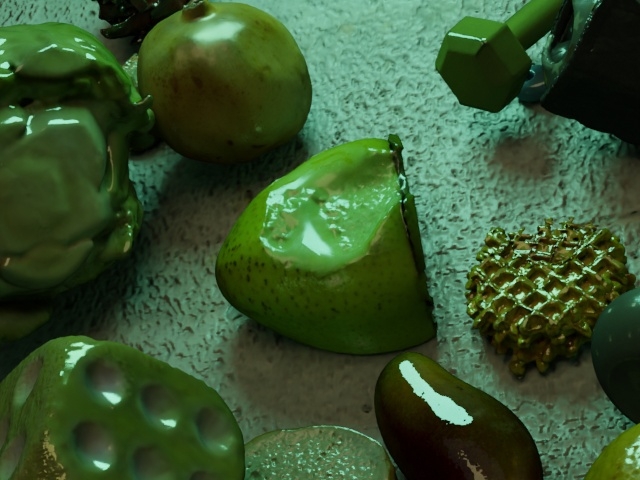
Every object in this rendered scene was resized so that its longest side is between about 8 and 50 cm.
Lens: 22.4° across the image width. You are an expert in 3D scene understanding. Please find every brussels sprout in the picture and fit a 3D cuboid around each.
[{"bbox_3d":[-0.421,-0.078,2.043,0.425,0.342,0.361,-40,20,-22],"label":"brussels sprout"}]

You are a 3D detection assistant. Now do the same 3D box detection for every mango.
[{"bbox_3d":[0.148,0.216,1.695,0.133,0.111,0.267,-34,46,-5],"label":"mango"}]

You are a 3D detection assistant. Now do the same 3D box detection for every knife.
[{"bbox_3d":[0.366,-0.201,2.060,0.244,0.032,0.058,0,44,16],"label":"knife"}]

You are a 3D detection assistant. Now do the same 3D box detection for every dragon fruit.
[{"bbox_3d":[-0.251,-0.379,2.359,0.189,0.182,0.182,-5,28,-44],"label":"dragon fruit"}]

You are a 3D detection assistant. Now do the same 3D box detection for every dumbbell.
[{"bbox_3d":[0.273,-0.280,2.071,0.108,0.121,0.302,40,57,15],"label":"dumbbell"}]

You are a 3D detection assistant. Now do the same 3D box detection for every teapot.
[{"bbox_3d":[0.404,0.083,1.690,0.183,0.183,0.251,18,47,33],"label":"teapot"}]

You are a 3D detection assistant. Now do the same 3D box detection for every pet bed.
[{"bbox_3d":[0.376,-0.208,1.911,0.211,0.183,0.159,20,39,-8],"label":"pet bed"}]

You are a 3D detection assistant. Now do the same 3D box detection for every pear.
[{"bbox_3d":[0.000,0.000,1.923,0.292,0.159,0.292,-13,47,14],"label":"pear"}]

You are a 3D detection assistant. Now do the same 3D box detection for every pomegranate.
[{"bbox_3d":[-0.130,-0.202,2.112,0.233,0.233,0.233,-11,46,11],"label":"pomegranate"}]

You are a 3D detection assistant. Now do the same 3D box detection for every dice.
[{"bbox_3d":[-0.232,0.258,1.662,0.233,0.238,0.227,-43,31,37],"label":"dice"}]

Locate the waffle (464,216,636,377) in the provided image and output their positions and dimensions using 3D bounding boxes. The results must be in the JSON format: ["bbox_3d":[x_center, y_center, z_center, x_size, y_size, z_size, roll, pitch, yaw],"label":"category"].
[{"bbox_3d":[0.256,0.049,1.836,0.193,0.070,0.197,-20,45,4],"label":"waffle"}]

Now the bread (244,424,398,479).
[{"bbox_3d":[-0.022,0.301,1.712,0.236,0.070,0.236,-10,47,12],"label":"bread"}]

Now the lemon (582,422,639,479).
[{"bbox_3d":[0.349,0.293,1.456,0.253,0.253,0.310,-10,49,13],"label":"lemon"}]

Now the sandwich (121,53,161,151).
[{"bbox_3d":[-0.207,-0.226,2.254,0.244,0.088,0.090,-42,49,-19],"label":"sandwich"}]
